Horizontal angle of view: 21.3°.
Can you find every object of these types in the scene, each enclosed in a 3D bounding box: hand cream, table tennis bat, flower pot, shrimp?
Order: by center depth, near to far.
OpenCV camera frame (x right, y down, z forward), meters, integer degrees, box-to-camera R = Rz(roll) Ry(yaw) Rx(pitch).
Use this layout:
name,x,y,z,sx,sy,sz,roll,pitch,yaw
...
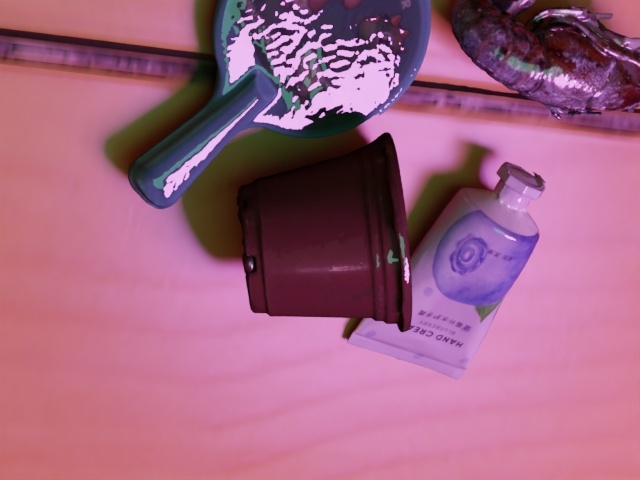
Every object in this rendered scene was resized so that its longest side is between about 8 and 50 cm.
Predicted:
name,x,y,z,sx,sy,sz,roll,pitch,yaw
table tennis bat,-0.025,-0.093,0.928,0.201,0.033,0.124,-43,117,-6
flower pot,0.000,0.000,0.940,0.089,0.111,0.111,-6,112,-2
shrimp,0.148,-0.103,0.975,0.165,0.065,0.056,11,137,-29
hand cream,0.085,0.019,1.005,0.084,0.053,0.142,20,111,-27
